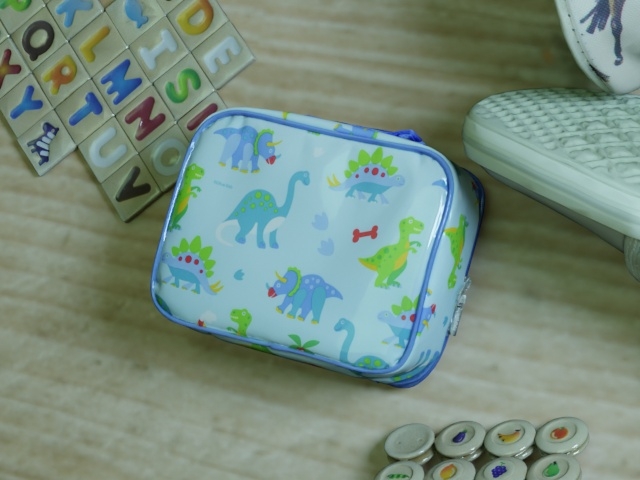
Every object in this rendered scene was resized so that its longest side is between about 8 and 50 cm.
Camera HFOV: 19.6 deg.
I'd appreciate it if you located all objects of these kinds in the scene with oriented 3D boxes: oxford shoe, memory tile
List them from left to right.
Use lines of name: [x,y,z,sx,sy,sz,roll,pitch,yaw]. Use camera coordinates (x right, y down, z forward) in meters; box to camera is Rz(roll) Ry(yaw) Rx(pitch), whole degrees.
memory tile: [0.104,0.159,1.242,0.148,0.012,0.113,-6,33,24]
oxford shoe: [0.280,0.015,1.173,0.449,0.169,0.130,24,125,26]

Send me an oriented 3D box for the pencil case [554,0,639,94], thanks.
pencil case: [0.353,-0.204,1.163,0.410,0.183,0.160,-10,81,19]

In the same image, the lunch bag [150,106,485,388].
lunch bag: [0.000,0.000,1.316,0.219,0.090,0.176,13,86,24]

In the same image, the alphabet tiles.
alphabet tiles: [-0.166,-0.140,1.459,0.198,0.009,0.237,-38,67,12]
